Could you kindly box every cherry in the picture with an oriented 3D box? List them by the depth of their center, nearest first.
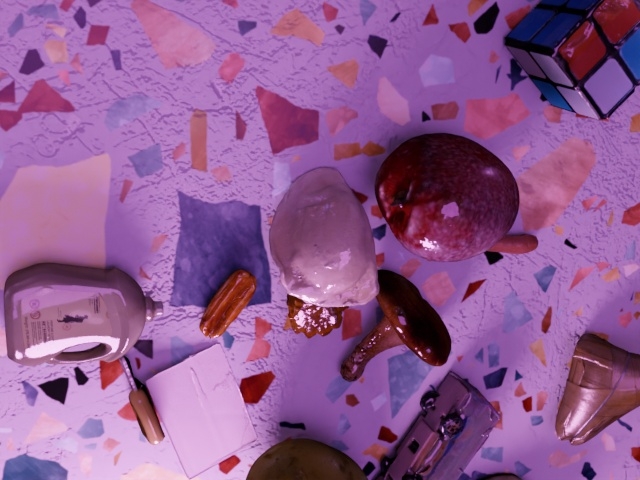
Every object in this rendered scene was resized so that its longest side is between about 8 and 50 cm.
[{"bbox_3d":[0.224,-0.075,1.507,0.300,0.230,0.203,3,121,-33],"label":"cherry"}]

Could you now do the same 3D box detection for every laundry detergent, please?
[{"bbox_3d":[-0.390,0.124,1.454,0.253,0.091,0.181,-1,110,-17],"label":"laundry detergent"}]

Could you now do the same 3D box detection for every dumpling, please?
[{"bbox_3d":[0.000,0.000,1.510,0.179,0.131,0.252,-14,88,-6],"label":"dumpling"}]

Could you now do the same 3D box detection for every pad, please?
[{"bbox_3d":[-0.215,0.315,1.605,0.156,0.004,0.232,-27,114,-19],"label":"pad"}]

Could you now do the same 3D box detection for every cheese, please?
[{"bbox_3d":[-0.319,0.279,1.542,0.036,0.086,0.163,-22,99,-16],"label":"cheese"}]

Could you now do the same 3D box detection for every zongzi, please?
[{"bbox_3d":[0.625,0.330,1.788,0.256,0.115,0.228,13,109,11],"label":"zongzi"}]

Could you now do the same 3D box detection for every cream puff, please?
[{"bbox_3d":[-0.007,0.113,1.573,0.122,0.094,0.116,-33,125,25],"label":"cream puff"}]

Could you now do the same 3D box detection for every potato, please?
[{"bbox_3d":[-0.014,0.489,1.630,0.216,0.216,0.304,-38,126,-2],"label":"potato"}]

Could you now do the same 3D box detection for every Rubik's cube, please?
[{"bbox_3d":[0.462,-0.338,1.519,0.183,0.167,0.180,-47,116,3],"label":"Rubik's cube"}]

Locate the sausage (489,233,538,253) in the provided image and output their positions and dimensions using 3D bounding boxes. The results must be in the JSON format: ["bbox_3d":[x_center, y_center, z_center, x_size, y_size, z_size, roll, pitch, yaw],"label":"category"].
[{"bbox_3d":[0.330,0.001,1.664,0.186,0.043,0.043,6,106,-19],"label":"sausage"}]

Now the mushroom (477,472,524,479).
[{"bbox_3d":[0.368,0.615,1.817,0.267,0.164,0.190,-8,111,-14],"label":"mushroom"}]

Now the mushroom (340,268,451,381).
[{"bbox_3d":[0.111,0.182,1.624,0.217,0.148,0.227,-34,110,14],"label":"mushroom"}]

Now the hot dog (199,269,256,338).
[{"bbox_3d":[-0.165,0.114,1.550,0.062,0.038,0.144,32,99,-27],"label":"hot dog"}]

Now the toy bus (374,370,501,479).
[{"bbox_3d":[0.229,0.425,1.742,0.138,0.112,0.317,31,98,-28],"label":"toy bus"}]
